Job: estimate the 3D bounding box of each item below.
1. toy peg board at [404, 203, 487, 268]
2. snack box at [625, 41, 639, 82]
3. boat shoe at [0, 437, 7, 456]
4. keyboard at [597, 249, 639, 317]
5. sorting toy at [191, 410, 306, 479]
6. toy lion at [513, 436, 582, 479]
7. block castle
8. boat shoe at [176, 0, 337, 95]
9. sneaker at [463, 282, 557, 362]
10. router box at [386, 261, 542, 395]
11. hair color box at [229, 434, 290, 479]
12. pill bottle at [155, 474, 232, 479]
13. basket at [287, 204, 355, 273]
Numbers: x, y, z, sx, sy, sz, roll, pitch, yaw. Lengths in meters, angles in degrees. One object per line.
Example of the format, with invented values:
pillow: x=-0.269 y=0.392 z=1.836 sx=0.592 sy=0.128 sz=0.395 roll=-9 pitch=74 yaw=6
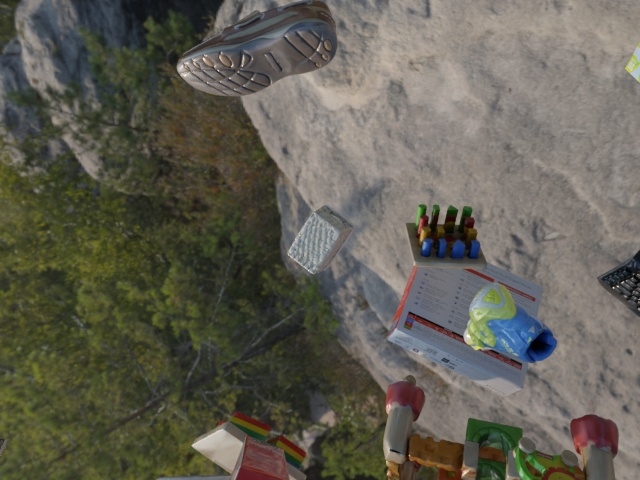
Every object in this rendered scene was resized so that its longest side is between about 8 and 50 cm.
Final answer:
toy peg board: x=0.284 y=-0.017 z=1.161 sx=0.161 sy=0.161 sz=0.079 roll=2 pitch=124 yaw=0
snack box: x=0.572 y=-0.316 z=0.765 sx=0.070 sy=0.174 sz=0.207 roll=9 pitch=128 yaw=-3
boat shoe: x=-0.861 y=0.595 z=1.213 sx=0.095 sy=0.335 sz=0.112 roll=29 pitch=112 yaw=-17
keyboard: x=0.600 y=0.132 z=0.772 sx=0.317 sy=0.033 sz=0.201 roll=42 pitch=155 yaw=13
sorting toy: x=-0.187 y=0.570 z=1.398 sx=0.255 sy=0.089 sz=0.257 roll=38 pitch=138 yaw=-9
toy lion: x=0.330 y=0.340 z=0.729 sx=0.100 sy=0.096 sz=0.034 roll=16 pitch=124 yaw=7
block castle: x=0.363 y=0.466 z=1.097 sx=0.453 sy=0.213 sz=0.303 roll=5 pitch=129 yaw=18
boat shoe: x=-0.119 y=-0.365 z=0.972 sx=0.324 sy=0.123 sz=0.116 roll=-6 pitch=62 yaw=18
sneaker: x=0.300 y=0.157 z=0.818 sx=0.091 sy=0.240 sz=0.126 roll=-46 pitch=60 yaw=-3
router box: x=0.380 y=0.188 z=1.326 sx=0.335 sy=0.301 sz=0.082 roll=25 pitch=148 yaw=4
hair color box: x=-0.073 y=0.267 z=0.529 sx=0.053 sy=0.093 sz=0.167 roll=21 pitch=167 yaw=-3
pill bottle: x=-0.213 y=0.580 z=0.886 sx=0.176 sy=0.176 sz=0.319 roll=-26 pitch=57 yaw=44
basket: x=0.000 y=0.000 z=1.435 sx=0.113 sy=0.103 sz=0.167 roll=37 pitch=113 yaw=10
